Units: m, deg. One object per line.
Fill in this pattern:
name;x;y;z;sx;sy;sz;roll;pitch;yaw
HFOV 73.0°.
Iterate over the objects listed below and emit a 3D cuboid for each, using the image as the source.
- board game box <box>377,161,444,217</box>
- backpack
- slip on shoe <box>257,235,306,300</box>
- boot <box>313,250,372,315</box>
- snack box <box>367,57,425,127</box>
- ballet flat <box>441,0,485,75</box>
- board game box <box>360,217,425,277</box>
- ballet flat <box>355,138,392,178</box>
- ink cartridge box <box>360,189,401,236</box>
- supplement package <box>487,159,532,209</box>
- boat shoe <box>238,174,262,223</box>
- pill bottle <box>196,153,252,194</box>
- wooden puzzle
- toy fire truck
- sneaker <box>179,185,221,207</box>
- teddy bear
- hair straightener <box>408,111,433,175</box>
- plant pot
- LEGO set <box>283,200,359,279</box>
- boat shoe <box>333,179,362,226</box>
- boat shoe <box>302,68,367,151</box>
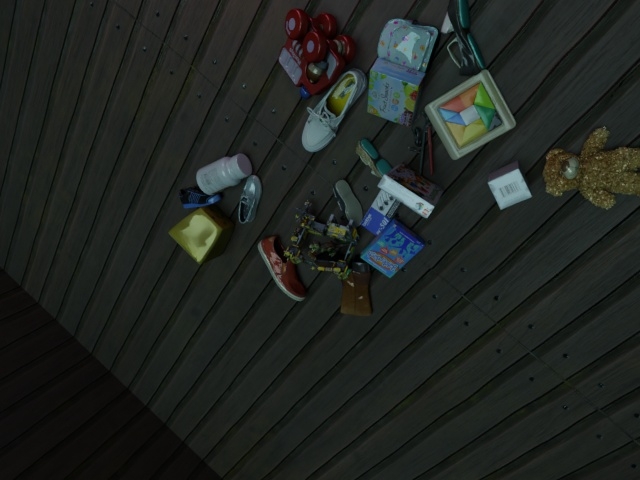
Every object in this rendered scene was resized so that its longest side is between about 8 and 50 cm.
board game box;0.325;-0.184;1.516;0.192;0.305;0.053;35;116;8
backpack;0.287;-0.653;1.456;0.188;0.144;0.166;25;122;17
slip on shoe;-0.159;0.126;1.955;0.101;0.123;0.332;-31;90;26
boot;0.100;0.191;1.899;0.263;0.096;0.281;4;118;15
snack box;0.256;-0.507;1.498;0.174;0.070;0.207;25;158;13
ballet flat;0.450;-0.672;1.408;0.096;0.095;0.281;-11;105;39
board game box;0.287;0.034;1.736;0.160;0.047;0.210;34;121;-13
ballet flat;0.209;-0.299;1.673;0.206;0.073;0.067;54;147;1
ink cartridge box;0.251;-0.124;1.719;0.097;0.046;0.207;35;120;9
supplement package;0.634;-0.188;1.451;0.105;0.179;0.105;-26;97;29
boat shoe;-0.318;-0.178;1.928;0.079;0.081;0.228;21;116;15
pill bottle;-0.420;-0.294;1.901;0.229;0.131;0.131;-18;101;28
wooden puzzle;0.511;-0.427;1.489;0.238;0.044;0.221;-29;96;25
toy fire truck;-0.032;-0.659;1.561;0.302;0.169;0.254;58;140;21
sneaker;-0.570;-0.211;2.027;0.232;0.081;0.091;-6;113;27
teddy bear;0.895;-0.222;1.366;0.337;0.113;0.245;21;114;15
hair straightener;0.362;-0.349;1.572;0.088;0.047;0.231;-2;98;20
plant pot;-0.528;-0.047;2.009;0.212;0.212;0.187;44;107;3
LEGO set;0.000;0.000;1.746;0.331;0.192;0.255;25;75;23
boat shoe;0.110;-0.152;1.776;0.206;0.075;0.065;65;162;-14
boat shoe;0.031;-0.477;1.622;0.136;0.156;0.367;45;119;3
